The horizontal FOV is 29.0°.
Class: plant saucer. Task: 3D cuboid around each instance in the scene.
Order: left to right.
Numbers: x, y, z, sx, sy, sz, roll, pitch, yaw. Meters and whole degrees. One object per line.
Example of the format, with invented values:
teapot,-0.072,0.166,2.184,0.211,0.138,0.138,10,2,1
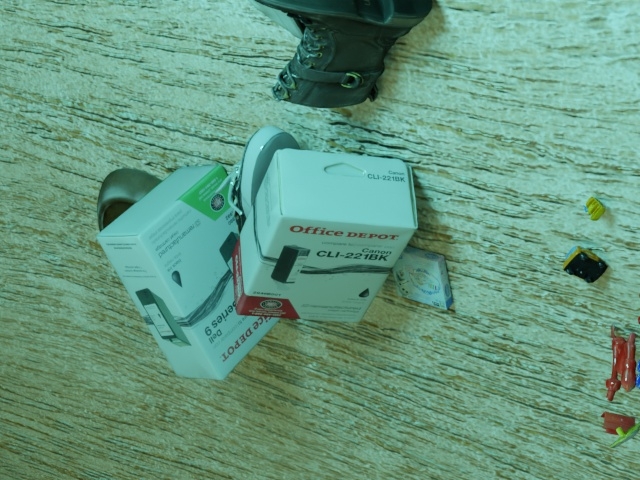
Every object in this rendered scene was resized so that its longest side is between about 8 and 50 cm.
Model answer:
plant saucer,-0.294,0.013,2.214,0.310,0.050,0.310,27,139,26

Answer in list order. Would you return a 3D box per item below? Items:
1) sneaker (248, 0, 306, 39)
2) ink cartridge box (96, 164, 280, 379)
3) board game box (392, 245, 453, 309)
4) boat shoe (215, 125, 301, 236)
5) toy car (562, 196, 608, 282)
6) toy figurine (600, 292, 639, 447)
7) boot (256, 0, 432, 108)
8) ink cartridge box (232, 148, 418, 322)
sneaker,-0.083,-0.354,1.525,0.123,0.106,0.290,33,167,30
ink cartridge box,-0.196,0.052,2.010,0.121,0.211,0.289,-1,124,45
board game box,0.147,0.052,1.817,0.090,0.020,0.090,16,135,36
boat shoe,-0.092,-0.077,1.864,0.105,0.113,0.306,37,160,23
toy car,0.344,-0.004,1.562,0.040,0.060,0.122,-107,29,-50
toy figurine,0.500,0.132,1.469,0.217,0.191,0.362,13,146,-4
boot,-0.007,-0.241,1.531,0.229,0.263,0.091,-49,42,51
ink cartridge box,0.000,0.000,1.756,0.197,0.114,0.273,5,146,-16
